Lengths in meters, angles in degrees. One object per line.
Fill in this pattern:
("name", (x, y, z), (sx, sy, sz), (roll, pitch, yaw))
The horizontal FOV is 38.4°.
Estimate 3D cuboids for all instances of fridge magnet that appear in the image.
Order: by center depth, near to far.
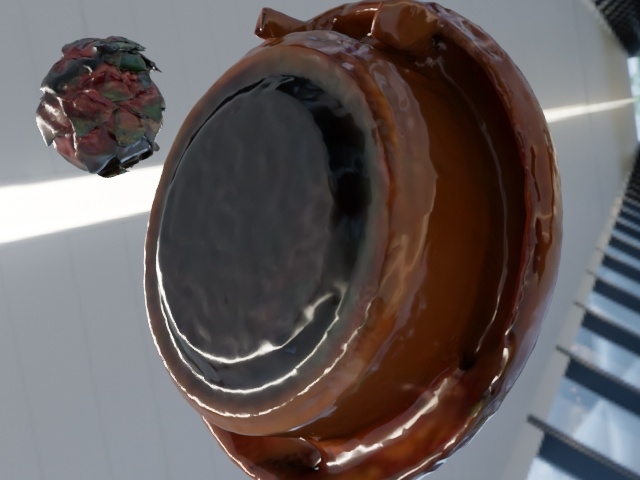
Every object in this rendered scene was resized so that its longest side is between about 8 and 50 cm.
("fridge magnet", (0.000, 0.000, 0.652), (0.155, 0.363, 0.363), (13, -110, -43))

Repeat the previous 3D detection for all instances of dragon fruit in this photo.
("dragon fruit", (-0.291, -0.176, 1.227), (0.182, 0.182, 0.188), (-28, -65, -66))
